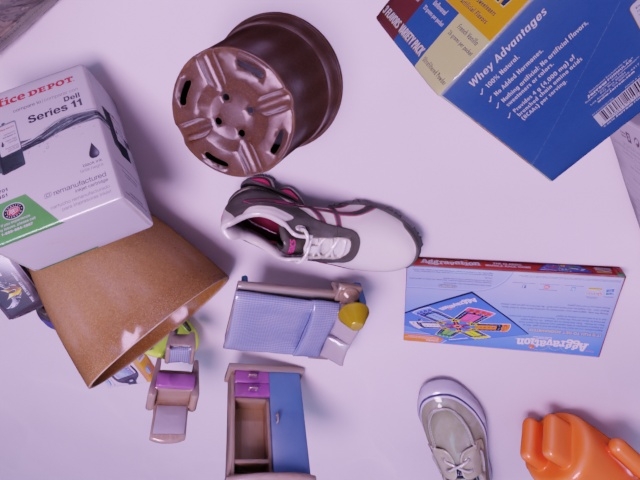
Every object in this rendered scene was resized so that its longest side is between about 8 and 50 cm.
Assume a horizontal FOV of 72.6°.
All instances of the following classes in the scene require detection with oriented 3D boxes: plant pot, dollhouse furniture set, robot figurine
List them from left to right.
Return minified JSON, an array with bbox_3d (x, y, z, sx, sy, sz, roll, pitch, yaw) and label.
[{"bbox_3d":[-0.306,0.035,0.632,0.237,0.237,0.254,-40,90,29],"label":"plant pot"},{"bbox_3d":[-0.094,0.198,0.625,0.287,0.198,0.303,9,128,-18],"label":"dollhouse furniture set"},{"bbox_3d":[-0.070,-0.158,0.484,0.167,0.165,0.166,6,120,10],"label":"plant pot"},{"bbox_3d":[0.427,0.366,0.697,0.219,0.128,0.158,35,102,-8],"label":"robot figurine"}]

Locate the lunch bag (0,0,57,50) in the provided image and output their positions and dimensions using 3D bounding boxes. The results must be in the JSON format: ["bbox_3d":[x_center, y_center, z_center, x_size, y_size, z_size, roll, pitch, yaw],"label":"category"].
[{"bbox_3d":[-0.435,-0.337,0.465,0.287,0.169,0.235,-22,113,29],"label":"lunch bag"}]

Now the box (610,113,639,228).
[{"bbox_3d":[0.475,-0.018,0.440,0.215,0.168,0.345,-23,112,23],"label":"box"}]

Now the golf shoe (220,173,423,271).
[{"bbox_3d":[0.000,0.000,0.586,0.273,0.120,0.105,15,119,4],"label":"golf shoe"}]

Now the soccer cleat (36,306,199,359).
[{"bbox_3d":[-0.357,0.150,0.789,0.289,0.093,0.121,16,152,-2],"label":"soccer cleat"}]

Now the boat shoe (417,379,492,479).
[{"bbox_3d":[0.249,0.374,0.762,0.109,0.094,0.302,-17,115,21],"label":"boat shoe"}]

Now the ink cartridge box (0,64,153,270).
[{"bbox_3d":[-0.318,-0.092,0.533,0.153,0.208,0.087,-24,160,-6],"label":"ink cartridge box"}]

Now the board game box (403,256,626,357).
[{"bbox_3d":[0.266,0.097,0.637,0.282,0.027,0.145,3,119,11],"label":"board game box"}]

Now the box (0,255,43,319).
[{"bbox_3d":[-0.475,-0.024,0.643,0.056,0.183,0.231,-25,116,-10],"label":"box"}]

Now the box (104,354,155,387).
[{"bbox_3d":[-0.407,0.257,0.882,0.136,0.028,0.081,-15,115,18],"label":"box"}]

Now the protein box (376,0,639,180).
[{"bbox_3d":[0.201,-0.191,0.369,0.201,0.136,0.200,17,129,-38],"label":"protein box"}]
